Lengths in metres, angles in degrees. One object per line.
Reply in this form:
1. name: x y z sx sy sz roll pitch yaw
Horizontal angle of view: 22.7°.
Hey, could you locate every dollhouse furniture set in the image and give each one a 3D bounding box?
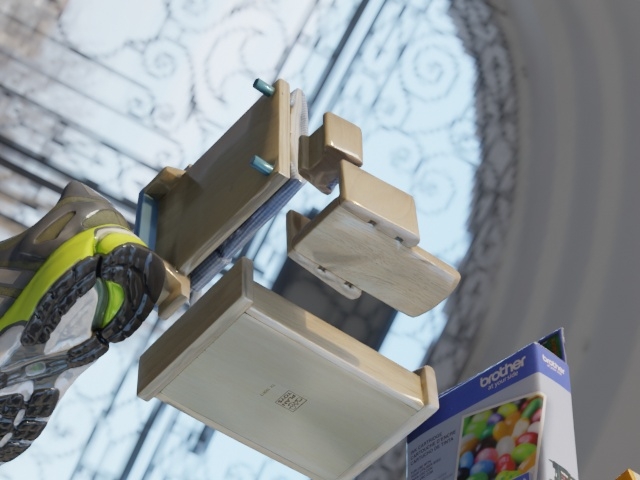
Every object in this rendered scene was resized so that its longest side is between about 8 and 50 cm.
1. dollhouse furniture set: 0.000 0.000 1.336 0.286 0.198 0.303 -43 -149 29

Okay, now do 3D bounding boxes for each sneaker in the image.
1. sneaker: -0.249 0.077 1.277 0.300 0.111 0.121 -41 -137 13

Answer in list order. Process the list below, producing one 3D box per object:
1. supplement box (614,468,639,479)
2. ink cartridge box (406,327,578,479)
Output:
1. supplement box: 0.323 0.277 1.605 0.062 0.098 0.036 -45 -145 21
2. ink cartridge box: 0.167 0.231 1.582 0.186 0.065 0.311 -34 -147 33
